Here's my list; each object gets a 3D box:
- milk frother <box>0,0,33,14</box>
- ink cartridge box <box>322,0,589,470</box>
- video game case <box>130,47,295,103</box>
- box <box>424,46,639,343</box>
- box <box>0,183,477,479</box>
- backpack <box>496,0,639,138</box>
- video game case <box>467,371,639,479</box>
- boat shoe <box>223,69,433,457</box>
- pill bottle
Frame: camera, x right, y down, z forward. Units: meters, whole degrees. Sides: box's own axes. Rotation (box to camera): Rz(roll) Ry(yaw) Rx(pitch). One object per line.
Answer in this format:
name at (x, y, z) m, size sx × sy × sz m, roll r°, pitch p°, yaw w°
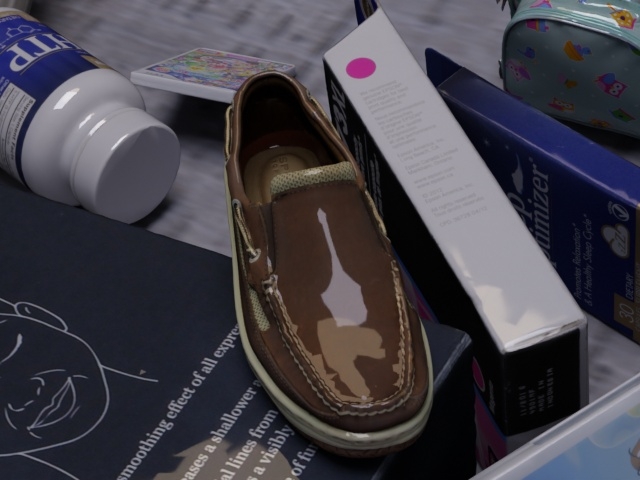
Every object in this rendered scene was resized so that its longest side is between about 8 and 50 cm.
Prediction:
milk frother at (-0.244, -0.201, 1.476) m, size 0.143 × 0.129 × 0.135 m, roll 15°, pitch 82°, yaw -12°
ink cartridge box at (0.073, -0.010, 1.196) m, size 0.069 × 0.176 × 0.371 m, roll -19°, pitch 48°, yaw -8°
video game case at (-0.082, -0.129, 1.398) m, size 0.087 × 0.011 × 0.122 m, roll 13°, pitch 19°, yaw 19°
box at (0.147, -0.032, 1.233) m, size 0.036 × 0.136 × 0.225 m, roll -38°, pitch 53°, yaw -24°
box at (-0.148, 0.160, 1.033) m, size 0.395 × 0.212 × 0.293 m, roll 18°, pitch 47°, yaw 22°
backpack at (0.213, -0.173, 1.317) m, size 0.166 × 0.188 × 0.144 m, roll 18°, pitch 53°, yaw 22°
video game case at (0.219, 0.170, 1.021) m, size 0.285 × 0.204 × 0.025 m, roll -29°, pitch 8°, yaw -17°
boat shoe at (-0.008, 0.002, 0.968) m, size 0.095 × 0.095 × 0.257 m, roll -14°, pitch 42°, yaw -11°
pill bottle at (-0.197, -0.090, 1.353) m, size 0.186 × 0.112 × 0.112 m, roll 33°, pitch 60°, yaw 32°
